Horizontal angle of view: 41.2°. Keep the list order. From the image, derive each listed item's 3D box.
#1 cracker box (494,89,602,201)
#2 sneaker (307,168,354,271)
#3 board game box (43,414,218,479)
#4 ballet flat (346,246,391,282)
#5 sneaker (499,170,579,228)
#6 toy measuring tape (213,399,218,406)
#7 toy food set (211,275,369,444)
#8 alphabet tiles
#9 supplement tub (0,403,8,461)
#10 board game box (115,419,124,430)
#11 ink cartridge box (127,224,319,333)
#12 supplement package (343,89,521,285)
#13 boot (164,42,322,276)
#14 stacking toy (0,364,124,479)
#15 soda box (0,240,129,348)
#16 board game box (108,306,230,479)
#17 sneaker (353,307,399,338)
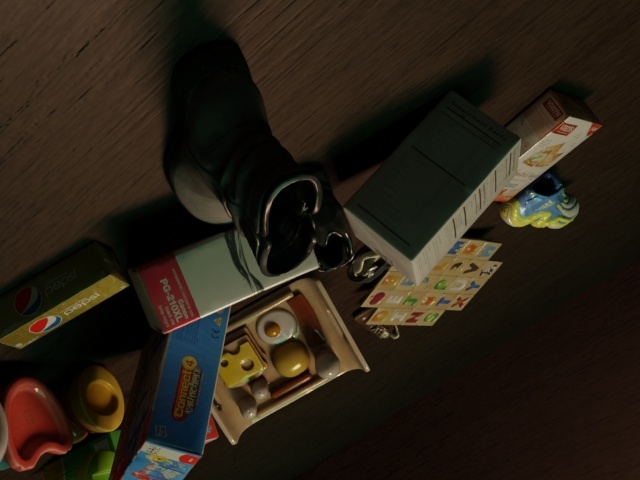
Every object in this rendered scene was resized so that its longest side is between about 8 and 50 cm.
[{"bbox_3d":[0.371,-0.163,1.528,0.232,0.067,0.156,-43,156,30],"label":"cracker box"},{"bbox_3d":[0.000,0.000,1.346,0.109,0.130,0.286,-29,160,-1],"label":"sneaker"},{"bbox_3d":[-0.427,0.483,1.944,0.242,0.064,0.317,-31,161,29],"label":"board game box"},{"bbox_3d":[0.116,0.022,1.629,0.074,0.074,0.203,-9,153,-42],"label":"ballet flat"},{"bbox_3d":[0.500,-0.088,1.830,0.240,0.091,0.126,-11,152,-37],"label":"sneaker"},{"bbox_3d":[-0.216,0.282,1.715,0.330,0.121,0.121,-31,160,-12],"label":"toy measuring tape"},{"bbox_3d":[-0.088,0.232,1.623,0.306,0.219,0.092,-29,-163,0],"label":"toy food set"},{"bbox_3d":[0.257,0.096,1.932,0.343,0.011,0.285,6,131,-41],"label":"alphabet tiles"},{"bbox_3d":[-0.618,0.327,1.219,0.316,0.193,0.194,-38,157,21],"label":"supplement tub"},{"bbox_3d":[-0.420,0.417,1.914,0.090,0.020,0.090,-40,157,27],"label":"board game box"},{"bbox_3d":[-0.142,0.040,1.218,0.237,0.100,0.172,-23,-176,-16],"label":"ink cartridge box"},{"bbox_3d":[0.172,-0.077,1.281,0.244,0.139,0.134,-47,160,-7],"label":"supplement package"},{"bbox_3d":[-0.092,-0.045,0.995,0.118,0.222,0.338,-25,159,-12],"label":"boot"},{"bbox_3d":[-0.449,0.360,1.405,0.131,0.279,0.309,-22,166,19],"label":"stacking toy"},{"bbox_3d":[-0.359,0.075,1.161,0.181,0.058,0.061,-31,159,3],"label":"soda box"},{"bbox_3d":[-0.245,0.248,1.371,0.086,0.308,0.302,19,140,-15],"label":"board game box"},{"bbox_3d":[0.147,0.201,2.067,0.066,0.071,0.188,-37,158,20],"label":"sneaker"}]
